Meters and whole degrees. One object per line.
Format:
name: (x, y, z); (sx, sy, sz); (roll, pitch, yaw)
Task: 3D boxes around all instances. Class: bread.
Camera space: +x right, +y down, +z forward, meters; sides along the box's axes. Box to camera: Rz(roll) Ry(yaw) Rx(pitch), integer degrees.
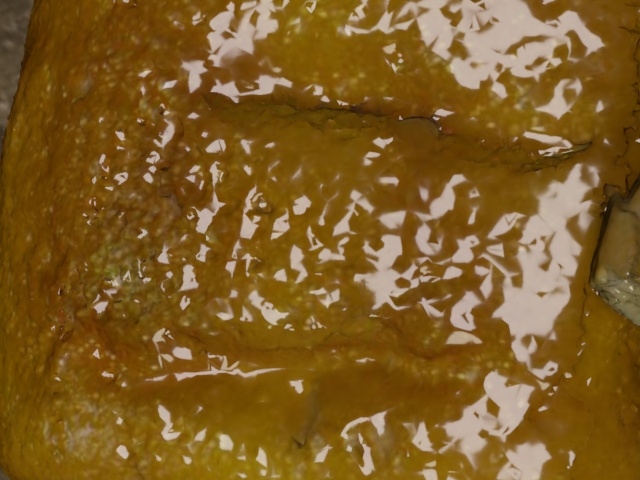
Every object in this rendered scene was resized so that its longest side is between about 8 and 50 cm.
bread: (-0.002, 0.000, 0.666); (0.328, 0.148, 0.337); (8, 88, 13)

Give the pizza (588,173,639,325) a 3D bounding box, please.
pizza: (0.265, -0.009, 0.583); (0.323, 0.089, 0.223); (-30, 95, -17)
